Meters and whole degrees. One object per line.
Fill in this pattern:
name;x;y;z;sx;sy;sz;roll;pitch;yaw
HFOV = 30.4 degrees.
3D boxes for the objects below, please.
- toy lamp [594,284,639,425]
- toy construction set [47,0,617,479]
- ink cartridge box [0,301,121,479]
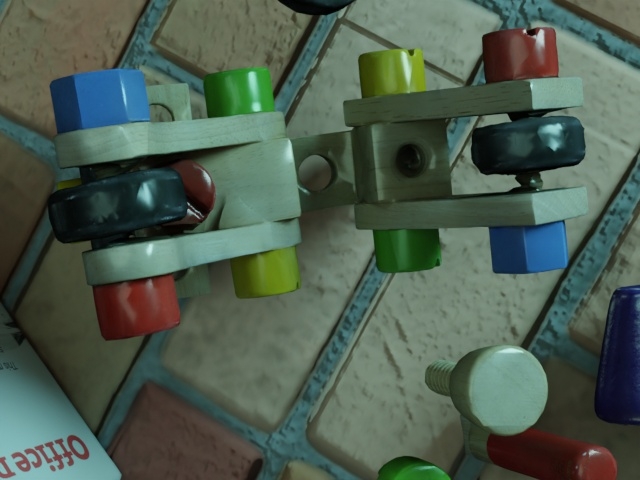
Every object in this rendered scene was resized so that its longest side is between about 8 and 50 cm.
toy lamp;0.184;0.158;0.594;0.080;0.080;0.274;-6;87;16
toy construction set;0.000;0.000;0.618;0.257;0.237;0.308;-35;98;-16
ink cartridge box;-0.273;0.071;0.659;0.121;0.211;0.289;-40;79;12
